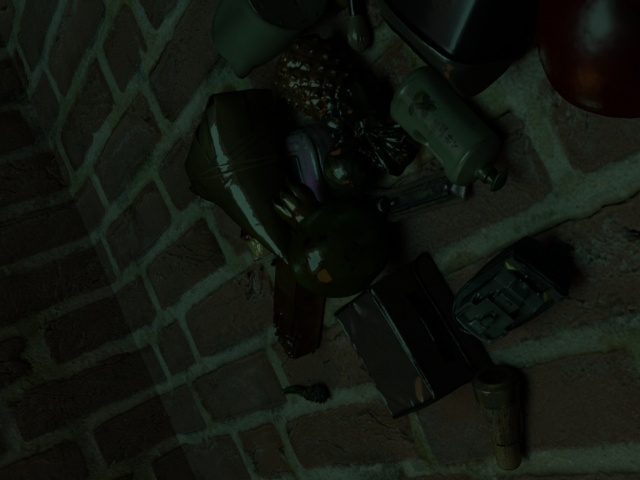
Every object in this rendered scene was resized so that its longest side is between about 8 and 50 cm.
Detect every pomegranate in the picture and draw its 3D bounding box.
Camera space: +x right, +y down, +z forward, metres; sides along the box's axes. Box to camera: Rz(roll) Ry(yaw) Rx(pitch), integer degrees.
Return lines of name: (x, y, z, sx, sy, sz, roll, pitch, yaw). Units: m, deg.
pomegranate: (0.012, 0.003, 1.781, 0.190, 0.159, 0.240, -3, 116, 41)

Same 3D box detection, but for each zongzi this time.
zongzi: (-0.184, -0.087, 2.065, 0.447, 0.181, 0.418, 133, 121, -67)

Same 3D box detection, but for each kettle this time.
kettle: (-0.105, -0.460, 1.801, 0.255, 0.165, 0.240, 154, 123, -66)

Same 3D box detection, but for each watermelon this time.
watermelon: (0.058, -0.148, 1.783, 0.105, 0.105, 0.133, 115, 162, -53)

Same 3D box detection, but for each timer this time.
timer: (-0.012, -0.129, 1.922, 0.191, 0.069, 0.208, -5, 103, 68)

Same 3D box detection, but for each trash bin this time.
trash bin: (0.207, -0.363, 1.305, 0.209, 0.182, 0.290, 51, 142, 28)

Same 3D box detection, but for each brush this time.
brush: (0.054, -0.476, 1.632, 0.042, 0.039, 0.299, 17, 121, 50)

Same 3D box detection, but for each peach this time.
peach: (0.352, -0.261, 1.106, 0.243, 0.200, 0.243, 164, 90, -70)

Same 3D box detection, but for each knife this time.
knife: (0.152, -0.080, 1.722, 0.365, 0.043, 0.089, -12, 98, 60)

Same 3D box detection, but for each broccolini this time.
broccolini: (-0.049, 0.385, 2.378, 0.051, 0.054, 0.239, 58, 155, -11)

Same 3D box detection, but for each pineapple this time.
pineapple: (0.048, -0.236, 1.700, 0.310, 0.141, 0.170, 45, 114, 24)

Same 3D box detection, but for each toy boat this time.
toy boat: (0.292, 0.096, 1.530, 0.114, 0.122, 0.296, 40, 150, 1)

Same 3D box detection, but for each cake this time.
cake: (-0.160, -0.012, 2.217, 0.220, 0.117, 0.086, 6, 121, 57)

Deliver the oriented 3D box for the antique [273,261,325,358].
antique: (-0.048, 0.140, 2.156, 0.087, 0.093, 0.310, 45, 145, 35)

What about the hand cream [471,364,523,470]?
hand cream: (0.325, 0.325, 1.675, 0.084, 0.084, 0.203, 20, 129, 53)

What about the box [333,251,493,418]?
box: (0.168, 0.184, 1.765, 0.252, 0.153, 0.188, 61, 151, 10)

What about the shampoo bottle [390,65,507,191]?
shampoo bottle: (0.215, -0.166, 1.512, 0.234, 0.087, 0.118, 52, 143, 26)
